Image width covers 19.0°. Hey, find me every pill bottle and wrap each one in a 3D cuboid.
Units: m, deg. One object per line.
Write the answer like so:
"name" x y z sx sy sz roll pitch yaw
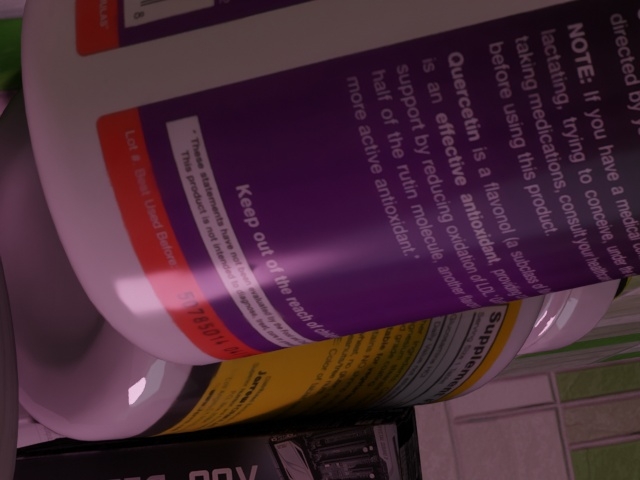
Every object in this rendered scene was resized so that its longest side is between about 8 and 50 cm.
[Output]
"pill bottle" 0.000 0.000 1.024 0.334 0.187 0.188 -3 168 -39
"pill bottle" 0.066 -0.068 0.708 0.323 0.181 0.181 -12 170 16

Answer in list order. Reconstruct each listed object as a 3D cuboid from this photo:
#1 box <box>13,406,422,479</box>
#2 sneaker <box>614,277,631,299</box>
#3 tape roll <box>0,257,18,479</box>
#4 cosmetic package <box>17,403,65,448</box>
"box" -0.065 0.144 1.095 0.243 0.076 0.307 -6 177 4
"sneaker" 0.136 -0.004 1.475 0.296 0.109 0.123 -7 -163 -37
"tape roll" -0.252 0.039 0.828 0.169 0.246 0.246 -11 170 10
"cosmetic package" -0.302 0.076 1.279 0.385 0.156 0.217 -7 170 -9
